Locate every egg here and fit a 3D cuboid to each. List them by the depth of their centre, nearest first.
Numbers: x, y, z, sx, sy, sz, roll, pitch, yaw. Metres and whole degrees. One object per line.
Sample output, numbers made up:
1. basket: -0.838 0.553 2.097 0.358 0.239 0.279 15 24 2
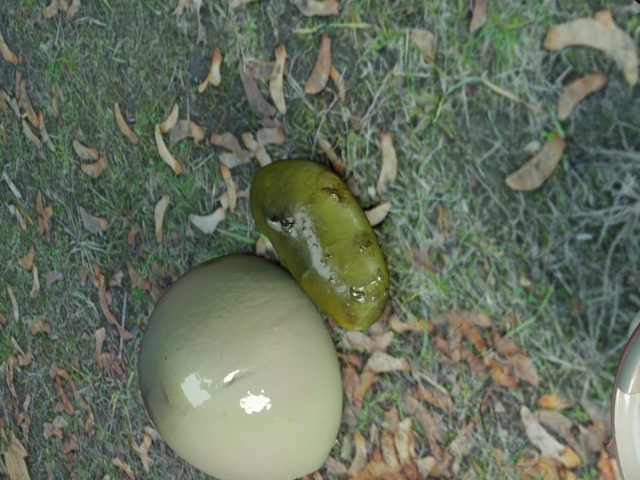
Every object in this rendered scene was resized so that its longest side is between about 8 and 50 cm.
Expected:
1. egg: -0.109 0.132 0.991 0.271 0.161 0.206 45 131 28

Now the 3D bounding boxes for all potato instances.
1. potato: 0.000 0.000 0.896 0.188 0.085 0.105 58 138 11

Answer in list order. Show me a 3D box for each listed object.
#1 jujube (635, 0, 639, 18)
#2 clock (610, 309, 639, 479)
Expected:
1. jujube: 0.219 -0.201 0.591 0.166 0.104 0.104 55 135 23
2. clock: 0.296 0.118 0.585 0.241 0.142 0.227 47 131 40
